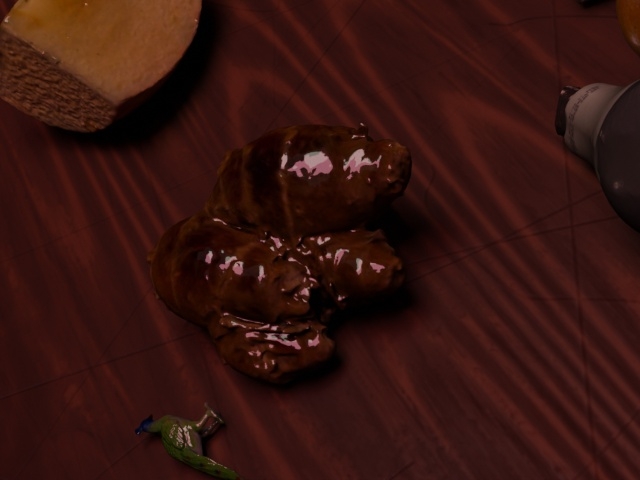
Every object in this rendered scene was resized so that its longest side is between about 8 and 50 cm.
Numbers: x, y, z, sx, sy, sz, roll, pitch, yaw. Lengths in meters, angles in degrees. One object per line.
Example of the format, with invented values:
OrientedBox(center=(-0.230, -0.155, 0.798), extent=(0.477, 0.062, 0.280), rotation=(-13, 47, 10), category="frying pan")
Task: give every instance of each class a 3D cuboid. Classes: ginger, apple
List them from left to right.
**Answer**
OrientedBox(center=(-0.332, -0.335, 1.895), extent=(0.314, 0.252, 0.309), rotation=(8, 51, 34), category="apple")
OrientedBox(center=(-0.037, 0.001, 1.502), extent=(0.357, 0.152, 0.274), rotation=(-46, 50, 10), category="ginger")

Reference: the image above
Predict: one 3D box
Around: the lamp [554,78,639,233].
OrientedBox(center=(0.343, -0.120, 1.343), extent=(0.182, 0.182, 0.314), rotation=(-40, 44, 1), category="lamp")

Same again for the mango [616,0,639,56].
OrientedBox(center=(0.450, -0.321, 1.394), extent=(0.221, 0.199, 0.384), rotation=(-20, 22, 52), category="mango")

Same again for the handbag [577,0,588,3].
OrientedBox(center=(0.349, -0.391, 1.602), extent=(0.117, 0.095, 0.173), rotation=(-18, 52, 16), category="handbag")

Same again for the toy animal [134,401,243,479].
OrientedBox(center=(-0.128, 0.234, 1.482), extent=(0.217, 0.041, 0.075), rotation=(23, 74, 37), category="toy animal")
